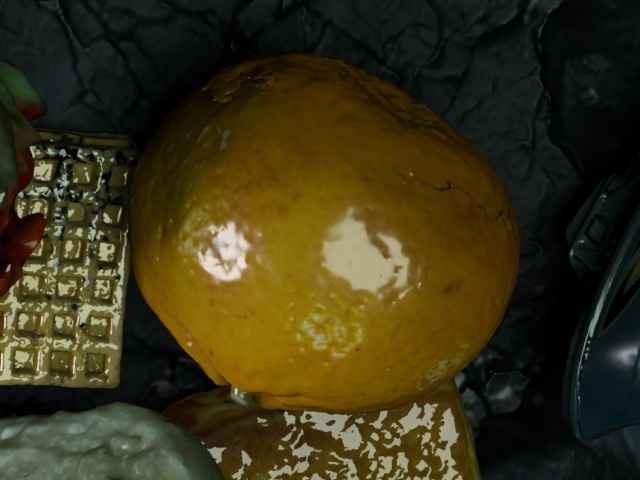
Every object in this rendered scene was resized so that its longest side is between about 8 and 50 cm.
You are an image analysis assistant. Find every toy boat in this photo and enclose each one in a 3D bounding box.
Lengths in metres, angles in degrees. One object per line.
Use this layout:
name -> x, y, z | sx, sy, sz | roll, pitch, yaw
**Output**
toy boat -> 0.231, -0.004, 1.231 | 0.114, 0.122, 0.296 | 42, 77, -43

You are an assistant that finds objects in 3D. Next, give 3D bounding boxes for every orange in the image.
orange -> 0.000, -0.002, 1.095 | 0.193, 0.219, 0.219 | -44, 114, 4

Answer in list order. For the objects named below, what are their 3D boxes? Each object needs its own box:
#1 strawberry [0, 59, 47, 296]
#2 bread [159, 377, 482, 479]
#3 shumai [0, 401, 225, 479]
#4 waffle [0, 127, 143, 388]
strawberry -> -0.316, -0.065, 0.957 | 0.351, 0.267, 0.312 | -3, 112, 6
bread -> -0.001, 0.192, 1.208 | 0.210, 0.099, 0.235 | -12, 97, -19
shumai -> -0.131, 0.265, 1.115 | 0.304, 0.309, 0.263 | -46, 139, -7
waffle -> -0.158, 0.010, 1.135 | 0.102, 0.042, 0.148 | 5, 101, -22
